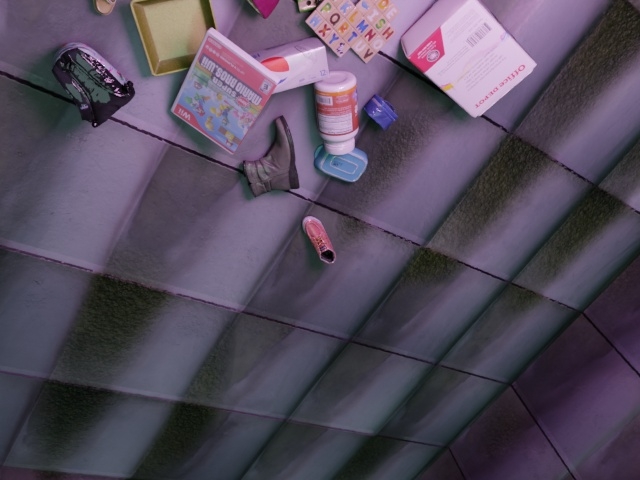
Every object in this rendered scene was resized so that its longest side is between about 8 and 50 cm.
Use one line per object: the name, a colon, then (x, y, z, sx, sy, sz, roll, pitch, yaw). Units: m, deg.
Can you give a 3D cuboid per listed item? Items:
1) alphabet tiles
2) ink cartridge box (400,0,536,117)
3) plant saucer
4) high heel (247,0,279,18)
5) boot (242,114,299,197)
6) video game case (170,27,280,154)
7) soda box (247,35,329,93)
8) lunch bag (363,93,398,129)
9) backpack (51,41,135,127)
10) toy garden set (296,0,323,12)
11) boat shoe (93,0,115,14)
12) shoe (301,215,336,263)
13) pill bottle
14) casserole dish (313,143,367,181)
alphabet tiles: (0.100, -0.582, 1.531, 0.198, 0.009, 0.237, -44, 138, 14)
ink cartridge box: (0.409, -0.523, 1.603, 0.306, 0.131, 0.226, 29, 125, -34)
plant saucer: (-0.351, -0.520, 1.424, 0.188, 0.045, 0.188, -16, 129, -8)
high heel: (-0.251, -0.641, 1.314, 0.377, 0.127, 0.181, 9, 118, -25)
boot: (-0.154, -0.236, 1.689, 0.161, 0.083, 0.247, -10, 127, -5)
video game case: (-0.249, -0.369, 1.467, 0.204, 0.025, 0.285, 35, 136, -9)
soda box: (-0.126, -0.450, 1.523, 0.286, 0.098, 0.091, -17, 129, -6)
lunch bag: (0.183, -0.380, 1.703, 0.065, 0.067, 0.098, -44, 128, 16)
backpack: (-0.565, -0.390, 1.403, 0.152, 0.115, 0.182, -42, 127, -1)
toy garden set: (0.027, -0.702, 1.417, 0.203, 0.049, 0.244, -17, 129, -7)
boat shoe: (-0.488, -0.591, 1.320, 0.056, 0.048, 0.153, 14, 120, -27)
shoe: (0.000, 0.000, 1.916, 0.063, 0.081, 0.178, -29, 130, 4)
pill bottle: (0.047, -0.359, 1.636, 0.121, 0.121, 0.216, -14, 129, -9)
casserole dish: (0.068, -0.241, 1.788, 0.188, 0.037, 0.114, 18, 117, -29)
